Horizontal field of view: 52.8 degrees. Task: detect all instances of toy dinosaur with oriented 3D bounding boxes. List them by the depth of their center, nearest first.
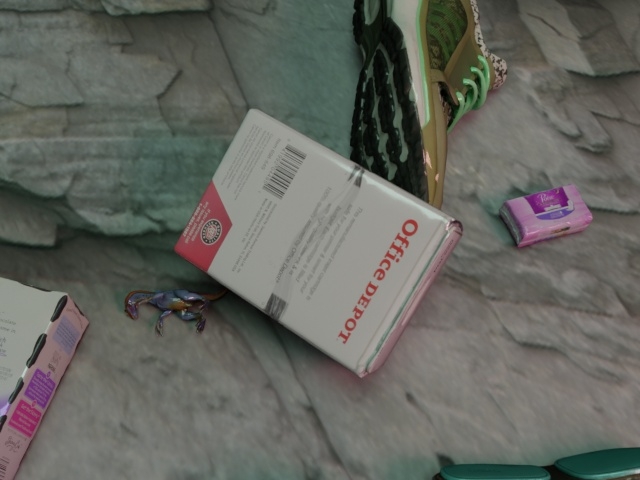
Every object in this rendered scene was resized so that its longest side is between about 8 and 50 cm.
[{"bbox_3d":[-0.150,0.064,0.644,0.082,0.047,0.090,19,28,21],"label":"toy dinosaur"}]

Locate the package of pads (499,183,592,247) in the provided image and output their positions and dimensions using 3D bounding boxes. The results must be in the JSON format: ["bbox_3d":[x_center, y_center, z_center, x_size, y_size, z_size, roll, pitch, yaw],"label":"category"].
[{"bbox_3d":[0.239,-0.027,0.688,0.083,0.032,0.050,-15,62,-8],"label":"package of pads"}]

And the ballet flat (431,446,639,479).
[{"bbox_3d":[0.197,0.215,0.535,0.213,0.072,0.068,-5,87,-2],"label":"ballet flat"}]

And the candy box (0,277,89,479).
[{"bbox_3d":[-0.331,0.126,0.577,0.165,0.070,0.196,13,61,8],"label":"candy box"}]

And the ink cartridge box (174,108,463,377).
[{"bbox_3d":[0.000,0.000,0.604,0.218,0.092,0.158,32,96,19],"label":"ink cartridge box"}]

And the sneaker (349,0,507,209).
[{"bbox_3d":[0.142,-0.191,0.735,0.182,0.158,0.410,10,63,-14],"label":"sneaker"}]
